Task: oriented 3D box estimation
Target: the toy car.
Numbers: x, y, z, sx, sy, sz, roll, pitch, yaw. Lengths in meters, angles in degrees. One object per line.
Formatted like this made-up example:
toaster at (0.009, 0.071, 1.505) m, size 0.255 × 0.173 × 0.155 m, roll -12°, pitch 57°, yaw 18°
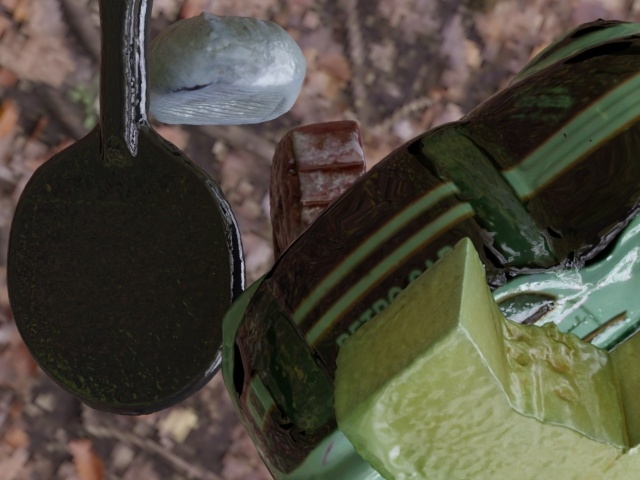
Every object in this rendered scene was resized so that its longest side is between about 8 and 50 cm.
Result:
toy car at (0.073, 0.010, 0.884) m, size 0.306 × 0.136 × 0.125 m, roll -41°, pitch 148°, yaw 12°

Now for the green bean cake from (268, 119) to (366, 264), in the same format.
green bean cake at (0.000, 0.000, 1.177) m, size 0.135 × 0.056 × 0.136 m, roll 109°, pitch -25°, yaw -77°

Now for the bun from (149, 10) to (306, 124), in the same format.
bun at (-0.082, -0.143, 1.495) m, size 0.141 × 0.140 × 0.083 m, roll 12°, pitch 73°, yaw -57°

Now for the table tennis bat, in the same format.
table tennis bat at (-0.107, -0.022, 1.003) m, size 0.027 × 0.150 × 0.236 m, roll -10°, pitch 102°, yaw -65°

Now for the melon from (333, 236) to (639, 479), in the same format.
melon at (0.109, 0.061, 0.744) m, size 0.209 × 0.064 × 0.118 m, roll 11°, pitch 117°, yaw -14°
